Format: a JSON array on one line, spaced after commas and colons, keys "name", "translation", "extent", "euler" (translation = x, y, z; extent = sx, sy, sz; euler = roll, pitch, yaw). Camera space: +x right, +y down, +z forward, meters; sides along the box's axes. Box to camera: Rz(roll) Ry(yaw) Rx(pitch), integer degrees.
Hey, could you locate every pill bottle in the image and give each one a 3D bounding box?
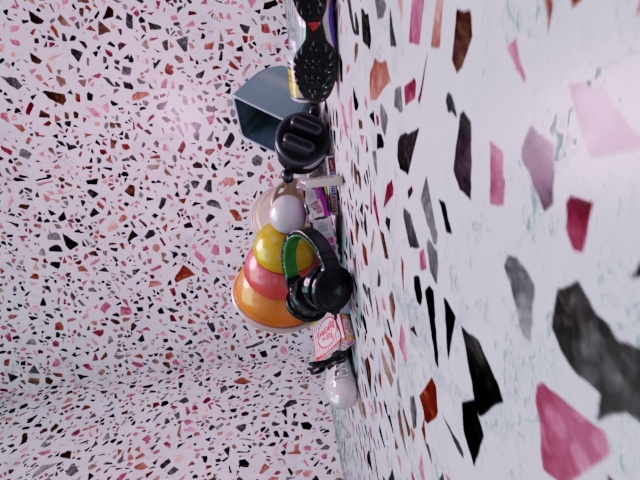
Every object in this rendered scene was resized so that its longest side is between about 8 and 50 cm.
[{"name": "pill bottle", "translation": [-0.050, -0.531, 1.353], "extent": [0.103, 0.103, 0.184], "euler": [-101, 5, -49]}]

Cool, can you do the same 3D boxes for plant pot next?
[{"name": "plant pot", "translation": [-0.143, -0.499, 1.639], "extent": [0.252, 0.247, 0.247], "euler": [-58, -11, -20]}, {"name": "plant pot", "translation": [-0.131, -0.134, 1.965], "extent": [0.305, 0.334, 0.333], "euler": [139, 125, -72]}]

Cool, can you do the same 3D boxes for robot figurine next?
[{"name": "robot figurine", "translation": [-0.064, -0.306, 1.405], "extent": [0.173, 0.209, 0.278], "euler": [61, 175, 0]}]

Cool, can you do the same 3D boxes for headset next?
[{"name": "headset", "translation": [-0.027, 0.159, 1.221], "extent": [0.243, 0.185, 0.393], "euler": [-38, 71, 56]}]

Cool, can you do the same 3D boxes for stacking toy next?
[{"name": "stacking toy", "translation": [-0.115, 0.050, 1.472], "extent": [0.350, 0.351, 0.479], "euler": [-101, 17, -45]}]

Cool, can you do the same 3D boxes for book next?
[{"name": "book", "translation": [0.006, -0.162, 1.223], "extent": [0.144, 0.097, 0.035], "euler": [-120, 24, -79]}]

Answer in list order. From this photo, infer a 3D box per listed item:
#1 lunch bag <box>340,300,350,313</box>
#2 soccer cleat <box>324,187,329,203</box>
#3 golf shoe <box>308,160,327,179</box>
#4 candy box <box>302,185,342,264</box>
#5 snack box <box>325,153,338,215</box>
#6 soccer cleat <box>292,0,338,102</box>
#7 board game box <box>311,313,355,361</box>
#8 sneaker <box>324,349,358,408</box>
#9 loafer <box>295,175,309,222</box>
[{"name": "lunch bag", "translation": [0.062, 0.173, 1.325], "extent": [0.071, 0.053, 0.083], "euler": [-121, 33, -77]}, {"name": "soccer cleat", "translation": [0.006, -0.138, 1.624], "extent": [0.072, 0.060, 0.178], "euler": [51, -143, -79]}, {"name": "golf shoe", "translation": [-0.016, -0.225, 1.572], "extent": [0.086, 0.069, 0.176], "euler": [115, 161, -56]}, {"name": "candy box", "translation": [0.006, -0.044, 1.381], "extent": [0.233, 0.071, 0.159], "euler": [75, -178, -47]}, {"name": "snack box", "translation": [0.035, -0.170, 1.337], "extent": [0.064, 0.022, 0.178], "euler": [-103, 7, -72]}, {"name": "soccer cleat", "translation": [-0.008, -0.480, 1.006], "extent": [0.116, 0.109, 0.318], "euler": [-70, -19, -48]}, {"name": "board game box", "translation": [0.034, 0.277, 1.397], "extent": [0.146, 0.045, 0.193], "euler": [-49, 33, 29]}, {"name": "sneaker", "translation": [0.053, 0.395, 1.430], "extent": [0.292, 0.108, 0.169], "euler": [-104, 5, -70]}, {"name": "loafer", "translation": [-0.043, -0.224, 1.713], "extent": [0.112, 0.112, 0.318], "euler": [172, 91, -86]}]
